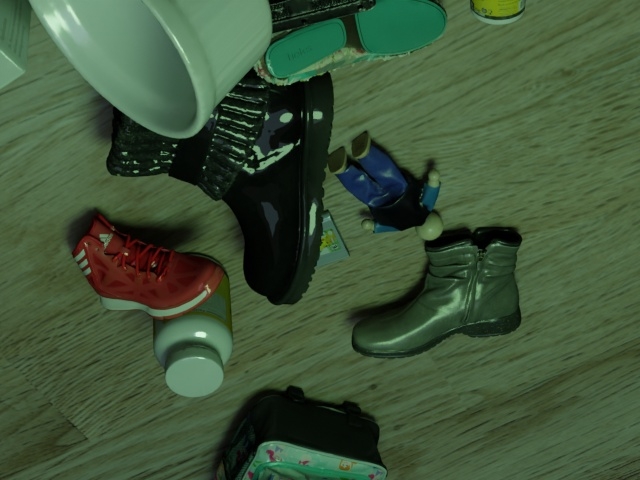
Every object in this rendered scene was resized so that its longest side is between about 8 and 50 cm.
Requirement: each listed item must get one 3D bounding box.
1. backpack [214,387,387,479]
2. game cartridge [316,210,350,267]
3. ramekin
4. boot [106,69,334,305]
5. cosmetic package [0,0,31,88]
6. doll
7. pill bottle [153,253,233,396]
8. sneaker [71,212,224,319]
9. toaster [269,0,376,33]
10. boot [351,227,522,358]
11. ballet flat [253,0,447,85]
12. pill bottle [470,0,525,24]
[{"bbox_3d":[-0.039,0.369,2.310,0.225,0.191,0.253,16,133,-20],"label":"backpack"},{"bbox_3d":[0.000,0.000,2.091,0.056,0.017,0.083,-16,131,13],"label":"game cartridge"},{"bbox_3d":[-0.181,-0.255,1.675,0.135,0.277,0.277,-45,135,-23],"label":"ramekin"},{"bbox_3d":[-0.133,-0.072,1.929,0.260,0.131,0.348,-2,121,-14],"label":"boot"},{"bbox_3d":[-0.432,-0.247,1.730,0.151,0.151,0.183,-30,127,19],"label":"cosmetic package"},{"bbox_3d":[0.097,-0.059,2.029,0.129,0.046,0.189,-32,127,22],"label":"doll"},{"bbox_3d":[-0.166,0.112,2.057,0.103,0.184,0.103,-3,132,-3],"label":"pill bottle"},{"bbox_3d":[-0.234,0.029,2.002,0.221,0.087,0.128,-8,133,38],"label":"sneaker"},{"bbox_3d":[-0.042,-0.328,1.731,0.168,0.110,0.185,-14,131,5],"label":"toaster"},{"bbox_3d":[0.152,0.061,2.133,0.246,0.083,0.161,-12,125,-3],"label":"boot"},{"bbox_3d":[0.026,-0.242,1.831,0.241,0.077,0.091,-14,109,-17],"label":"ballet flat"},{"bbox_3d":[0.204,-0.310,1.806,0.065,0.065,0.116,-4,131,-3],"label":"pill bottle"}]
